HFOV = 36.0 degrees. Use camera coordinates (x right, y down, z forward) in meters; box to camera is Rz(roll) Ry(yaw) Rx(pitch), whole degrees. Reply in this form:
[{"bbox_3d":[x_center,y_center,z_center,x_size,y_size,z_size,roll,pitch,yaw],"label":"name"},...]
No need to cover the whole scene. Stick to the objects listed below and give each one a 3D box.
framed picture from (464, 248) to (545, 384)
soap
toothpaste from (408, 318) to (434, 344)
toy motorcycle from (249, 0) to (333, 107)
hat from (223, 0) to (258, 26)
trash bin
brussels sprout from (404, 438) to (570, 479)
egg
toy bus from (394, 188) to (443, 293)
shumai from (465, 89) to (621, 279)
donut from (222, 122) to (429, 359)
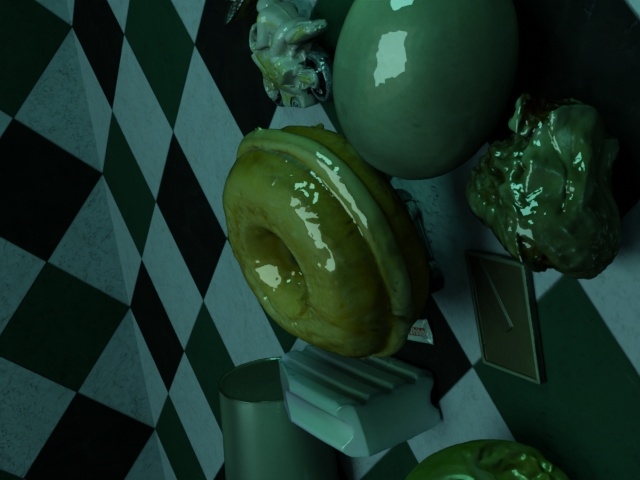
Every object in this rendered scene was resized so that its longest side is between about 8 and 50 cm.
[{"bbox_3d":[0.294,0.119,1.577,0.150,0.015,0.203,13,118,60],"label":"framed picture"},{"bbox_3d":[0.050,0.298,1.937,0.347,0.208,0.115,14,118,59],"label":"soap"},{"bbox_3d":[0.144,0.165,1.880,0.218,0.033,0.052,0,110,58],"label":"toothpaste"},{"bbox_3d":[-0.057,-0.358,1.859,0.341,0.108,0.223,20,129,66],"label":"toy motorcycle"},{"bbox_3d":[-0.114,-0.491,1.927,0.193,0.082,0.193,-58,18,32],"label":"hat"},{"bbox_3d":[-0.092,0.513,2.275,0.280,0.280,0.432,22,121,57],"label":"trash bin"},{"bbox_3d":[0.257,0.472,1.528,0.344,0.268,0.344,-19,56,31],"label":"brussels sprout"},{"bbox_3d":[0.144,-0.241,1.380,0.258,0.258,0.352,57,152,28],"label":"egg"},{"bbox_3d":[0.140,0.009,1.732,0.089,0.087,0.194,156,95,-73],"label":"toy bus"},{"bbox_3d":[0.311,-0.081,1.293,0.256,0.189,0.218,-123,45,-59],"label":"shumai"},{"bbox_3d":[0.000,0.000,1.620,0.449,0.198,0.449,44,152,30],"label":"donut"}]
